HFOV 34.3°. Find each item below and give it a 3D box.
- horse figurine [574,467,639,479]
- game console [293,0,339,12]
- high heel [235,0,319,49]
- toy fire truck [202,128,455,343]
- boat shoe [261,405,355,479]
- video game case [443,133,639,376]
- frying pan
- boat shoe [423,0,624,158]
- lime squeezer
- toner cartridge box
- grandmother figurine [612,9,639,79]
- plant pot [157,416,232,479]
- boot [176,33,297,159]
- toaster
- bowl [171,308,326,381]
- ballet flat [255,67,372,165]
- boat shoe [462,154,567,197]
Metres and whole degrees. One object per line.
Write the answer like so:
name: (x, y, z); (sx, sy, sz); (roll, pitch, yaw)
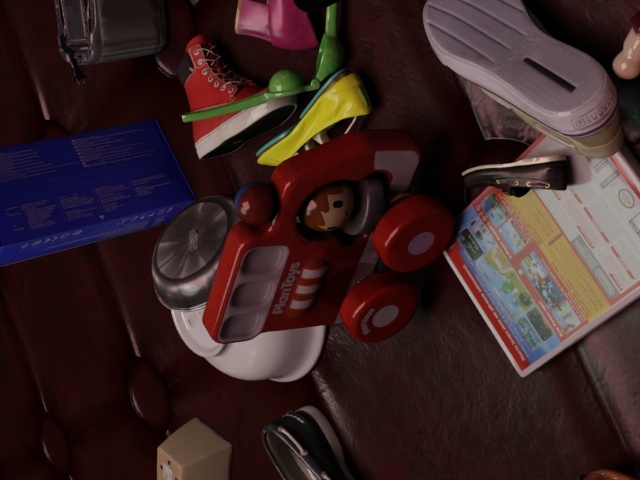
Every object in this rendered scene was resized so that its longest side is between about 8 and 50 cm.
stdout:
horse figurine: (0.375, 0.329, 1.110); (0.263, 0.066, 0.174); (40, 136, 31)
game console: (0.080, -0.346, 1.018); (0.250, 0.173, 0.293); (26, 160, 32)
high heel: (-0.038, -0.378, 1.369); (0.117, 0.082, 0.244); (13, 99, 8)
toy fire truck: (0.000, 0.000, 1.268); (0.169, 0.254, 0.302); (55, 139, 38)
boat shoe: (0.014, 0.391, 1.532); (0.302, 0.091, 0.114); (54, 137, 23)
video game case: (0.262, 0.005, 1.162); (0.204, 0.025, 0.285); (59, 138, 16)
frying pan: (-0.121, 0.009, 1.457); (0.326, 0.053, 0.197); (-3, 58, 38)
boat shoe: (0.205, -0.179, 1.092); (0.094, 0.109, 0.302); (53, -178, -43)
lime squeezer: (-0.040, -0.233, 1.351); (0.310, 0.110, 0.059); (-45, 33, 13)
toner cartridge box: (-0.385, -0.080, 1.640); (0.075, 0.348, 0.165); (-46, 67, 48)
grandmother figurine: (0.368, -0.166, 0.931); (0.208, 0.104, 0.342); (8, 107, 24)
plant pot: (-0.226, 0.392, 1.812); (0.109, 0.096, 0.109); (27, 122, 41)
boot: (-0.132, -0.231, 1.500); (0.244, 0.088, 0.176); (-18, 87, 54)
toaster: (-0.333, -0.368, 1.638); (0.129, 0.146, 0.227); (7, 108, 49)
bowl: (-0.136, 0.091, 1.575); (0.298, 0.134, 0.298); (19, 116, 45)
ballet flat: (-0.008, -0.142, 1.397); (0.077, 0.077, 0.231); (52, 137, 0)
boat shoe: (0.211, -0.067, 1.138); (0.133, 0.049, 0.042); (-3, 92, 45)
